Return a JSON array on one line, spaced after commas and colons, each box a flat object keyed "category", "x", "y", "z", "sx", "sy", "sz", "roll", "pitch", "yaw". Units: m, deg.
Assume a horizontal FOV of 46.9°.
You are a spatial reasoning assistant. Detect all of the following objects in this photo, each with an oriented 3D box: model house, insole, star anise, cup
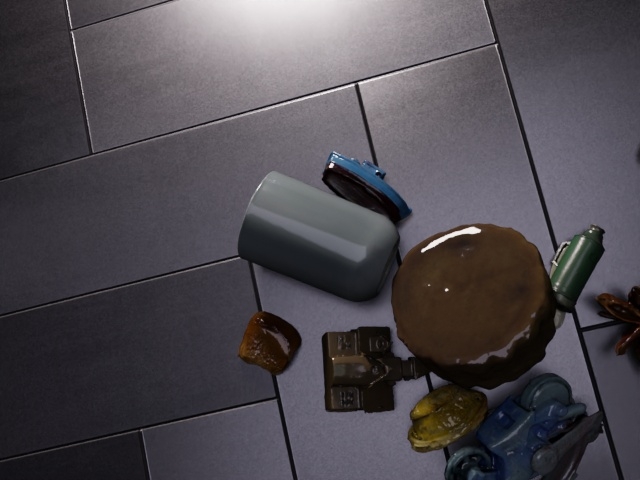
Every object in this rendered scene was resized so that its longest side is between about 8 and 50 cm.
[{"category": "model house", "x": 0.136, "y": 0.270, "z": 1.557, "sx": 0.248, "sy": 0.176, "sz": 0.181, "roll": -3, "pitch": 81, "yaw": -8}, {"category": "insole", "x": 0.517, "y": 0.096, "z": 1.580, "sx": 0.063, "sy": 0.010, "sz": 0.192, "roll": 17, "pitch": 85, "yaw": 11}, {"category": "star anise", "x": 0.667, "y": 0.162, "z": 1.497, "sx": 0.196, "sy": 0.111, "sz": 0.212, "roll": -38, "pitch": 86, "yaw": 8}, {"category": "cup", "x": 0.000, "y": 0.000, "z": 1.581, "sx": 0.312, "sy": 0.205, "sz": 0.205, "roll": 23, "pitch": 86, "yaw": 11}]

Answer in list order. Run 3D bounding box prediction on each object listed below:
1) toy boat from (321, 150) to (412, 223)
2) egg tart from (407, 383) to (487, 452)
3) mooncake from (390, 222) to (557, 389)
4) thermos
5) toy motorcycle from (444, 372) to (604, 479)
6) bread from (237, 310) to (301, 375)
[{"category": "toy boat", "x": 0.106, "y": -0.119, "z": 1.645, "sx": 0.223, "sy": 0.100, "sz": 0.097, "roll": 35, "pitch": 53, "yaw": 7}, {"category": "egg tart", "x": 0.250, "y": 0.350, "z": 1.498, "sx": 0.191, "sy": 0.191, "sz": 0.074, "roll": -32, "pitch": 95, "yaw": 4}, {"category": "mooncake", "x": 0.309, "y": 0.135, "z": 1.482, "sx": 0.324, "sy": 0.187, "sz": 0.324, "roll": -13, "pitch": 57, "yaw": 21}, {"category": "thermos", "x": 0.535, "y": 0.055, "z": 1.547, "sx": 0.073, "sy": 0.083, "sz": 0.188, "roll": 32, "pitch": 85, "yaw": -8}, {"category": "toy motorcycle", "x": 0.412, "y": 0.424, "z": 1.447, "sx": 0.319, "sy": 0.182, "sz": 0.241, "roll": -40, "pitch": 88, "yaw": -6}, {"category": "bread", "x": -0.116, "y": 0.231, "z": 1.650, "sx": 0.129, "sy": 0.044, "sz": 0.126, "roll": 26, "pitch": 88, "yaw": 9}]
